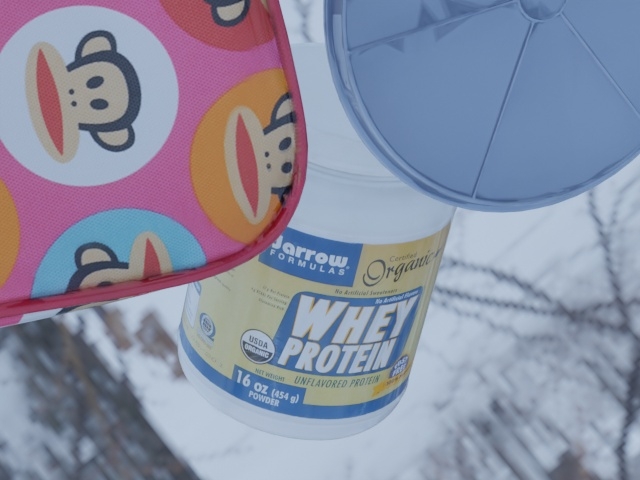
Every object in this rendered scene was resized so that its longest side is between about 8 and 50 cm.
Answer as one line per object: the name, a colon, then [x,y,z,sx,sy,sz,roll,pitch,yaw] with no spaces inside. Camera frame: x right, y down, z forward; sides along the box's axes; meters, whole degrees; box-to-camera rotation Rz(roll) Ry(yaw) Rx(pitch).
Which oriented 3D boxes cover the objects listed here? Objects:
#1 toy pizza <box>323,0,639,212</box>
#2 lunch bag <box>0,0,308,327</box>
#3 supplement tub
toy pizza: [0.089,-0.110,0.833,0.201,0.201,0.032,-38,-149,-9]
lunch bag: [-0.153,-0.107,0.680,0.258,0.293,0.120,-11,-174,-18]
supplement tub: [0.000,0.000,1.130,0.144,0.144,0.200,-26,138,-47]
